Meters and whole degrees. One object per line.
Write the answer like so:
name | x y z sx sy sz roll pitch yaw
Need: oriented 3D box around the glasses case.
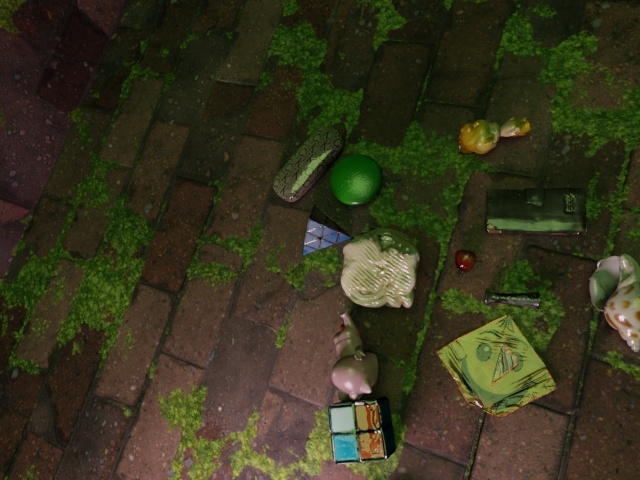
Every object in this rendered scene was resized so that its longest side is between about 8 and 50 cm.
glasses case | -0.049 -0.311 1.842 0.137 0.085 0.355 41 90 24

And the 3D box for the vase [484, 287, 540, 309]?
vase | 0.632 0.192 1.497 0.166 0.059 0.059 2 75 18

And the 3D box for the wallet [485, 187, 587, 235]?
wallet | 0.735 -0.100 1.554 0.316 0.044 0.169 2 74 17

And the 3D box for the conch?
conch | 0.925 0.186 1.355 0.148 0.182 0.275 16 80 -13

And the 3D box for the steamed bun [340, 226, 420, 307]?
steamed bun | 0.217 0.091 1.593 0.267 0.207 0.281 6 104 19

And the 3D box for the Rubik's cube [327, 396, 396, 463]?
Rubik's cube | 0.136 0.613 1.476 0.180 0.167 0.184 -14 70 15

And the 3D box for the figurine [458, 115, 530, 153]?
figurine | 0.619 -0.386 1.633 0.246 0.131 0.156 -10 38 16

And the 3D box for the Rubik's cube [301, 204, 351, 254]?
Rubik's cube | 0.000 0.000 1.756 0.190 0.211 0.178 32 109 -1

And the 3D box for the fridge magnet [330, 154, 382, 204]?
fridge magnet | 0.139 -0.234 1.759 0.207 0.088 0.208 -5 73 17

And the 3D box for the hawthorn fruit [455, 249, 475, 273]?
hawthorn fruit | 0.500 0.068 1.568 0.077 0.077 0.077 -5 73 16

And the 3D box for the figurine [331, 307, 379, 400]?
figurine | 0.120 0.387 1.528 0.176 0.186 0.288 -42 46 35

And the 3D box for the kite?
kite | 0.573 0.397 1.481 0.377 0.013 0.328 16 80 23
